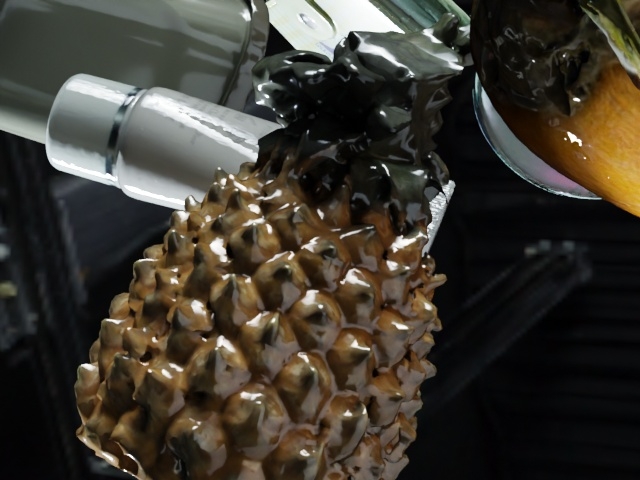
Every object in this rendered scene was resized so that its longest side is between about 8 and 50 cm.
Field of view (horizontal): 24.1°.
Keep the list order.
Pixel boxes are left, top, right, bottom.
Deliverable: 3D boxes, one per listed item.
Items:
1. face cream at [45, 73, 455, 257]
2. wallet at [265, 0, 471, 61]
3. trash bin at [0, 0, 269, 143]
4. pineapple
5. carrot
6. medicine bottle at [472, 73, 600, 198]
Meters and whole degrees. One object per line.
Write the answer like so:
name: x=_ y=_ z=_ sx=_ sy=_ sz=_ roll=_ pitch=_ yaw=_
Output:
face cream: x=-0.057 y=-0.057 z=1.170 sx=0.143 sy=0.314 sz=0.089 roll=-60 pitch=-19 yaw=-58
wallet: x=0.043 y=-0.261 z=1.795 sx=0.223 sy=0.309 sz=0.077 roll=36 pitch=-106 yaw=-14
trash bin: x=-0.216 y=-0.182 z=1.474 sx=0.250 sy=0.220 sz=0.219 roll=15 pitch=-78 yaw=-24
pineapple: x=-0.002 y=-0.001 z=0.929 sx=0.223 sy=0.223 sz=0.357 roll=29 pitch=-98 yaw=-54
carrot: x=0.190 y=-0.107 z=0.747 sx=0.331 sy=0.214 sz=0.193 roll=23 pitch=-115 yaw=-30
medicine bottle: x=0.317 y=-0.208 z=1.654 sx=0.290 sy=0.245 sz=0.245 roll=-55 pitch=-43 yaw=-59
